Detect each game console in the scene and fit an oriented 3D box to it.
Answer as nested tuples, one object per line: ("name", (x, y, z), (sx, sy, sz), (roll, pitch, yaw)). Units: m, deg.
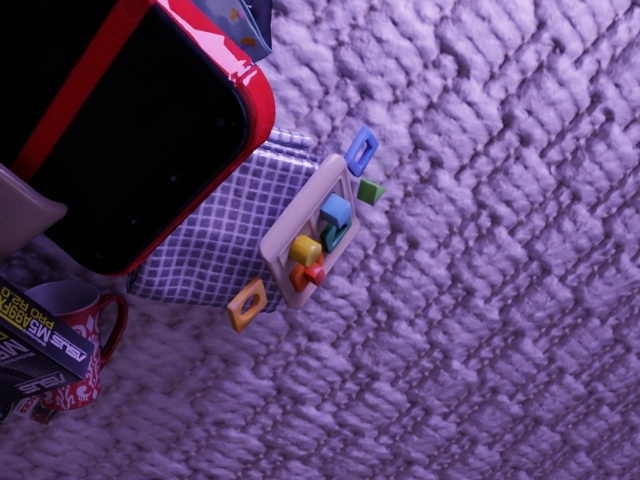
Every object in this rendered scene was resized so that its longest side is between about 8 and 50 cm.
("game console", (-0.270, -0.150, 0.744), (0.342, 0.060, 0.387), (45, 126, -10))

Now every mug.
("mug", (-0.365, 0.158, 0.983), (0.151, 0.113, 0.169), (-4, 112, -17))

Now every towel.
("towel", (-0.139, -0.031, 0.941), (0.235, 0.121, 0.283), (10, 118, -22))

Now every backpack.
("backpack", (-0.131, -0.272, 0.752), (0.145, 0.188, 0.165), (-27, 125, 2))

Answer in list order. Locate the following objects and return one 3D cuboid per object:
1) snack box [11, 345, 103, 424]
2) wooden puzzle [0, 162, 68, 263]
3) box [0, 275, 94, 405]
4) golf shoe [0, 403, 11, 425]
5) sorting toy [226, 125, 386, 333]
("snack box", (-0.434, 0.230, 1.077), (0.064, 0.022, 0.178), (32, 108, -28))
("wooden puzzle", (-0.528, -0.056, 0.758), (0.322, 0.080, 0.348), (-27, 127, 33))
("box", (-0.476, 0.139, 0.856), (0.270, 0.060, 0.216), (-19, 132, 21))
("golf shoe", (-0.578, 0.313, 1.066), (0.094, 0.077, 0.198), (26, 105, -16))
("sorting toy", (0.000, 0.000, 0.931), (0.347, 0.047, 0.196), (-53, 155, -16))
